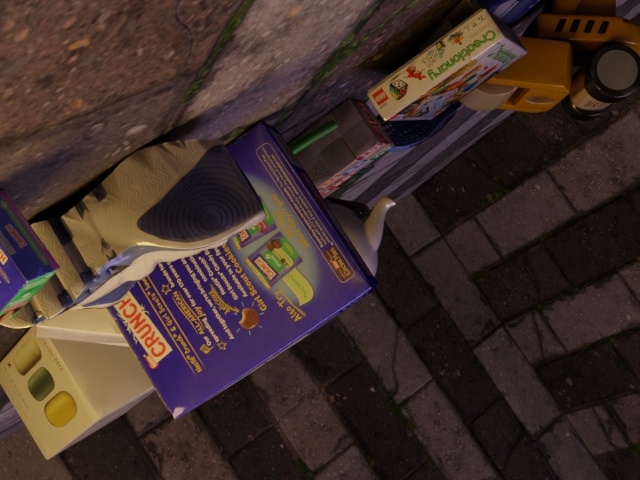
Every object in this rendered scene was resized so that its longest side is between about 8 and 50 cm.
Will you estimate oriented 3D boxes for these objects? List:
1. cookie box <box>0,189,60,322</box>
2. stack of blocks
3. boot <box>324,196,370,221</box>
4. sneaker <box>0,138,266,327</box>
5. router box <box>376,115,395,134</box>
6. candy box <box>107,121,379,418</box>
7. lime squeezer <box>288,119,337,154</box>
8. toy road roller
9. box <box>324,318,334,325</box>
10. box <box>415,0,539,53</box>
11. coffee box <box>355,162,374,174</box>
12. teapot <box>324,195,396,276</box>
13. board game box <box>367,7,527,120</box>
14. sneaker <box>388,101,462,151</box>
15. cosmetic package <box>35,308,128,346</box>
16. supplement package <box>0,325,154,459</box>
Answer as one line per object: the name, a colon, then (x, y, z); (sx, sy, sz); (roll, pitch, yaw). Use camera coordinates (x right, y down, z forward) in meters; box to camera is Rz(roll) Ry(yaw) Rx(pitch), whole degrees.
cookie box: (-0.303, 0.020, 0.803); (0.107, 0.092, 0.040); (-37, 177, 39)
stack of blocks: (-0.027, -0.109, 1.444); (0.297, 0.087, 0.171); (-35, 176, 16)
boot: (0.026, -0.077, 1.985); (0.219, 0.082, 0.106); (-1, -154, 27)
sneaker: (-0.227, -0.006, 1.001); (0.316, 0.127, 0.182); (-26, 179, -6)
router box: (0.073, -0.186, 1.661); (0.092, 0.038, 0.122); (-29, 174, -43)
candy box: (-0.125, 0.041, 1.180); (0.317, 0.268, 0.122); (-34, 172, 7)
lime squeezer: (-0.104, -0.077, 1.292); (0.310, 0.059, 0.110); (-40, 152, 14)
toy road roller: (0.414, -0.358, 1.566); (0.330, 0.240, 0.202); (4, 175, 0)
box: (-0.091, 0.070, 1.322); (0.153, 0.207, 0.108); (-34, 176, 31)
box: (0.257, -0.342, 1.284); (0.225, 0.036, 0.136); (-29, 175, -32)
coffee box: (0.036, -0.137, 1.902); (0.113, 0.040, 0.184); (-33, 177, 28)
teapot: (0.000, 0.000, 1.864); (0.256, 0.187, 0.252); (8, 155, -19)
board game box: (0.197, -0.251, 1.284); (0.193, 0.053, 0.305); (-34, 176, 21)
sneaker: (0.198, -0.232, 1.782); (0.232, 0.081, 0.090); (-33, 169, -30)
cosmetic package: (-0.303, 0.122, 1.310); (0.239, 0.060, 0.099); (8, 163, -17)
supplement package: (-0.419, 0.230, 1.560); (0.198, 0.199, 0.263); (-29, 173, -44)
